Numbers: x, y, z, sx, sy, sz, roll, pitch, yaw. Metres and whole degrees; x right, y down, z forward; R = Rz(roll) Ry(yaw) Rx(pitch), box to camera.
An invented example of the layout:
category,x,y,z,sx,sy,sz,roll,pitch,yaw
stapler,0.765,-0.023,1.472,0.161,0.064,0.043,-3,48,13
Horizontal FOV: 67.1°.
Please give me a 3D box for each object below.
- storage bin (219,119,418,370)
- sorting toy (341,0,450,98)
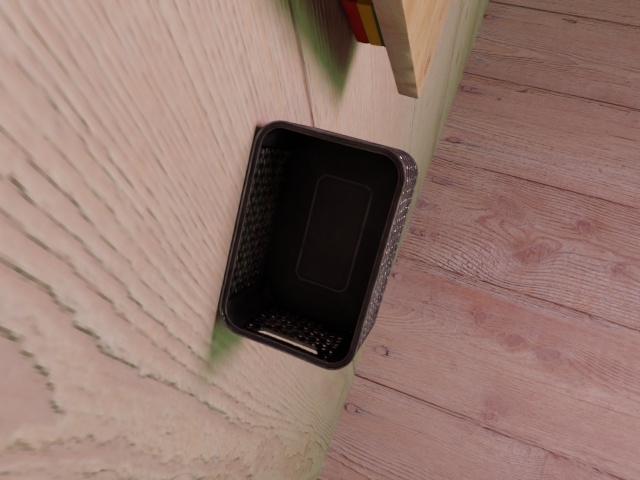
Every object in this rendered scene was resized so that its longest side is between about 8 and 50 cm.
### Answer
category,x,y,z,sx,sy,sz,roll,pitch,yaw
storage bin,0.000,0.000,0.411,0.084,0.122,0.180,-29,135,-70
sorting toy,0.074,-0.291,0.408,0.255,0.089,0.257,7,101,-76
